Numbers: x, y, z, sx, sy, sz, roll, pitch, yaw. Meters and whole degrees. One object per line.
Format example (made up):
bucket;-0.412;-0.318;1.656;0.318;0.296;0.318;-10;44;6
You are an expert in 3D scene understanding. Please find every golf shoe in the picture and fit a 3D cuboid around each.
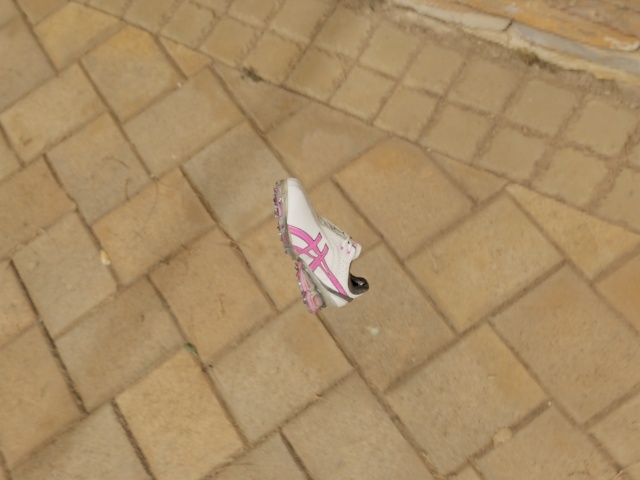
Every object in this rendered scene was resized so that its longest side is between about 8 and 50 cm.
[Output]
golf shoe;0.000;0.000;0.837;0.086;0.186;0.067;-16;38;5
